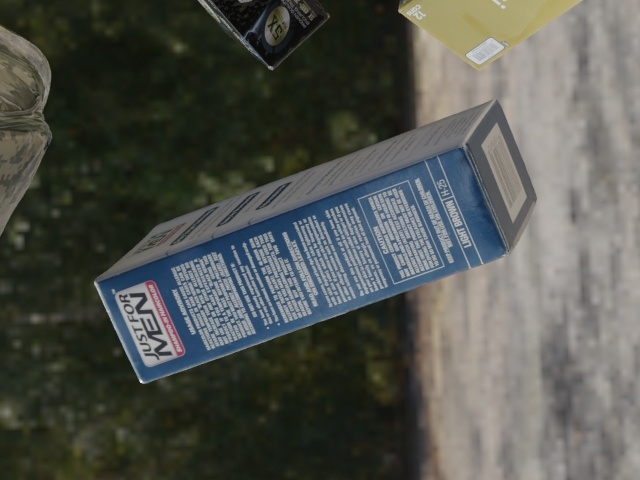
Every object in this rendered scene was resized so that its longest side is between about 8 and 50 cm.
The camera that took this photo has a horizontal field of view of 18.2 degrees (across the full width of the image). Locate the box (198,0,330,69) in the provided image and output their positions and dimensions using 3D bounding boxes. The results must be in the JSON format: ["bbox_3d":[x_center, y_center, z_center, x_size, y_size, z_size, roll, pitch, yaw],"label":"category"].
[{"bbox_3d":[-0.093,-0.264,1.886,0.180,0.077,0.147,48,179,-27],"label":"box"}]

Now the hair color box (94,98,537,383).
[{"bbox_3d":[0.000,0.000,1.713,0.105,0.347,0.174,67,-161,-10],"label":"hair color box"}]

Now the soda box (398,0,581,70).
[{"bbox_3d":[0.120,-0.158,0.953,0.181,0.058,0.061,-33,33,40],"label":"soda box"}]

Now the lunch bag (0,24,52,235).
[{"bbox_3d":[-0.366,-0.042,1.654,0.305,0.212,0.256,-58,12,14],"label":"lunch bag"}]
